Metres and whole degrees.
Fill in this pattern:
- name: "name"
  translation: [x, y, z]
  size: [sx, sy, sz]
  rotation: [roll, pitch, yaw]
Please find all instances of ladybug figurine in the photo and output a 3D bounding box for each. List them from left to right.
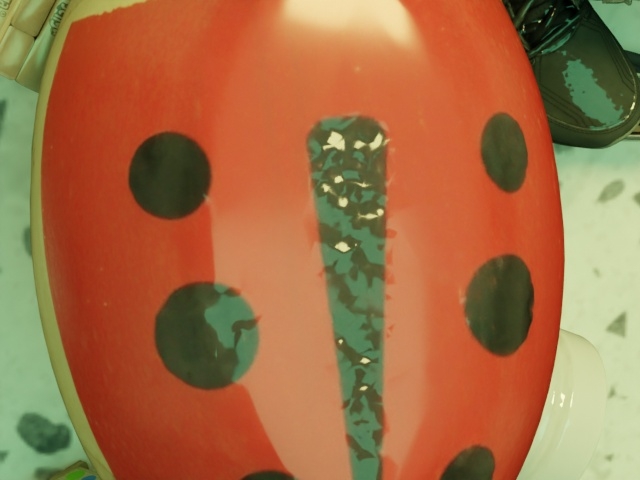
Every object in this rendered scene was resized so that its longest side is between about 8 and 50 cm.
- name: "ladybug figurine"
  translation: [0.000, 0.000, 0.815]
  size: [0.305, 0.162, 0.449]
  rotation: [-8, 91, -13]

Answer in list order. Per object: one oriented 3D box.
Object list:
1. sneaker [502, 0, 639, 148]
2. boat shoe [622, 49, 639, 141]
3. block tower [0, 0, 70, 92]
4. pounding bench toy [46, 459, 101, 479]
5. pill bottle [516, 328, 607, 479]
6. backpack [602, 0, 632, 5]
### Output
- name: "sneaker"
  translation: [0.105, -0.159, 0.939]
  size: [0.267, 0.106, 0.101]
  rotation: [45, 85, -6]
- name: "boat shoe"
  translation: [0.165, -0.109, 1.024]
  size: [0.206, 0.065, 0.075]
  rotation: [10, 106, -17]
- name: "block tower"
  translation: [-0.211, -0.161, 0.892]
  size: [0.335, 0.097, 0.091]
  rotation: [25, 98, -19]
- name: "pounding bench toy"
  translation: [-0.149, 0.181, 1.029]
  size: [0.083, 0.065, 0.052]
  rotation: [-30, 115, -39]
- name: "pill bottle"
  translation: [0.047, 0.085, 1.002]
  size: [0.265, 0.153, 0.153]
  rotation: [19, 100, -19]
- name: "backpack"
  translation: [0.251, -0.250, 0.918]
  size: [0.253, 0.191, 0.225]
  rotation: [-8, 85, -42]
